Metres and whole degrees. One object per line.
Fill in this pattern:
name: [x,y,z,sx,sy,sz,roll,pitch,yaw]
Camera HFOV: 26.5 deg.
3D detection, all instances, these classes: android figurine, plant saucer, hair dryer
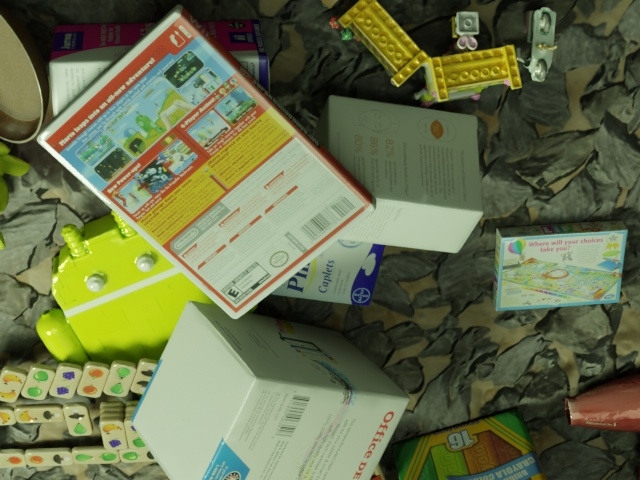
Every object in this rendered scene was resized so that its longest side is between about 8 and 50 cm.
android figurine: [-0.205,0.075,1.578,0.248,0.056,0.273,-20,122,4]
plant saucer: [-0.329,-0.180,1.377,0.029,0.168,0.168,-38,130,-37]
hair dryer: [0.440,0.259,1.759,0.293,0.080,0.223,27,113,-21]

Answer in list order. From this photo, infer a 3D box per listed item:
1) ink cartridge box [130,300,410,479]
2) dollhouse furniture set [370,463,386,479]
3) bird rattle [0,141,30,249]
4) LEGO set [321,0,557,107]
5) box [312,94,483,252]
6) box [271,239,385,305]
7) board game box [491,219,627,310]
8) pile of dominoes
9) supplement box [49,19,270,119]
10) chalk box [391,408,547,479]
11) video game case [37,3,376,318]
ink cartridge box: [-0.056,0.195,1.549,0.232,0.168,0.171,15,108,-39]
dollhouse furniture set: [-0.029,0.372,1.676,0.259,0.262,0.135,-25,94,-24]
bird rattle: [-0.449,-0.055,1.433,0.253,0.143,0.207,25,130,-17]
LEGO set: [0.103,-0.207,1.453,0.287,0.107,0.132,12,83,-9]
box: [0.080,-0.071,1.475,0.170,0.130,0.091,8,148,-12]
box: [0.000,0.000,1.552,0.137,0.072,0.126,7,118,-11]
board game box: [0.286,0.030,1.636,0.154,0.026,0.103,-3,120,-6]
pile of dominoes: [-0.298,0.220,1.616,0.251,0.040,0.196,-3,136,-1]
supplement box: [-0.166,-0.157,1.415,0.220,0.111,0.114,-4,120,-6]
chalk box: [0.210,0.381,1.675,0.180,0.289,0.179,-16,121,1]
video game case: [-0.112,-0.071,1.367,0.204,0.025,0.285,-38,112,21]
